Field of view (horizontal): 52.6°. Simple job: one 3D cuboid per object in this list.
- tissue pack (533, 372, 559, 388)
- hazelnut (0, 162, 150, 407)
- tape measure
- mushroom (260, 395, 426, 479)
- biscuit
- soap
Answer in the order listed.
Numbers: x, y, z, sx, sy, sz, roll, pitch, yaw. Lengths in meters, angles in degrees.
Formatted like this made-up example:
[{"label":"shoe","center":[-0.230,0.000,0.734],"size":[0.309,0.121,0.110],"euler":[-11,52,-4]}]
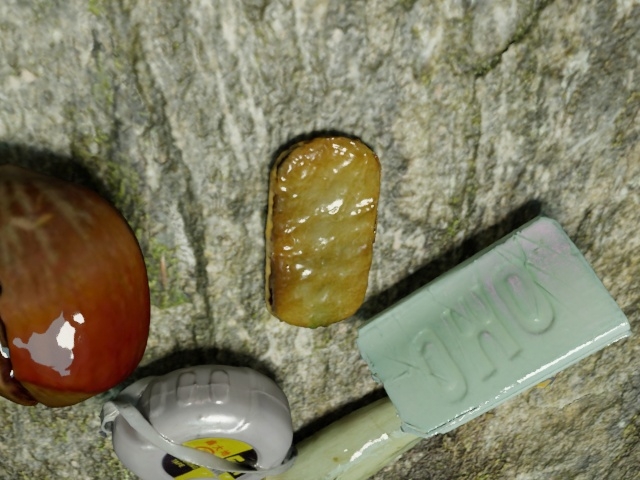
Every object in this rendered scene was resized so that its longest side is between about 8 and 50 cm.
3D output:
[{"label":"tissue pack","center":[0.292,0.156,0.859],"size":[0.063,0.035,0.083],"euler":[11,122,-19]},{"label":"hazelnut","center":[-0.259,0.043,0.569],"size":[0.212,0.181,0.180],"euler":[0,148,0]},{"label":"tape measure","center":[-0.130,0.229,0.771],"size":[0.197,0.120,0.236],"euler":[-22,133,13]},{"label":"mushroom","center":[0.059,0.268,0.864],"size":[0.333,0.087,0.107],"euler":[-29,150,5]},{"label":"biscuit","center":[0.000,0.000,0.684],"size":[0.119,0.029,0.247],"euler":[-6,128,-16]},{"label":"soap","center":[0.181,0.098,0.711],"size":[0.262,0.150,0.094],"euler":[-33,153,12]}]
